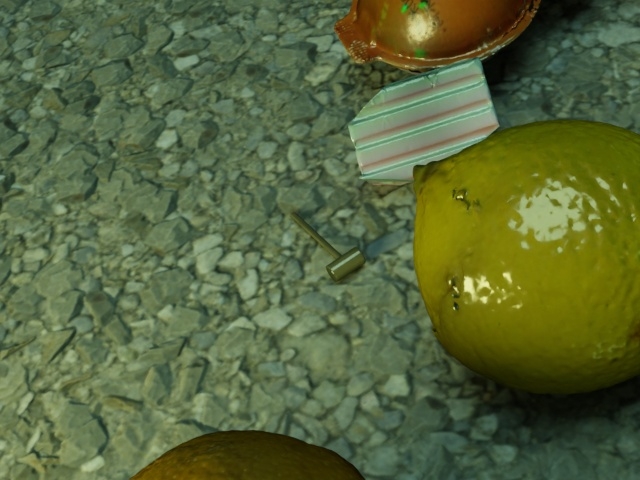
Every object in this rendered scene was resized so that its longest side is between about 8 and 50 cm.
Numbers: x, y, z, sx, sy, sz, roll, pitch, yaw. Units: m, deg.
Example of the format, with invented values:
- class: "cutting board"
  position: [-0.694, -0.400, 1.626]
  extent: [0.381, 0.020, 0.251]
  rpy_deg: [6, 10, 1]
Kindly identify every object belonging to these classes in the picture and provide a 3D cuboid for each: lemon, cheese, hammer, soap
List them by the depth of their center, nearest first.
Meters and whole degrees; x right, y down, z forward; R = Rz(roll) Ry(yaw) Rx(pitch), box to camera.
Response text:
- class: "lemon"
  position: [0.203, 0.012, 1.106]
  extent: [0.254, 0.228, 0.228]
  rpy_deg: [-1, 49, 15]
- class: "hammer"
  position: [0.000, 0.000, 1.319]
  extent: [0.035, 0.019, 0.110]
  rpy_deg: [-34, 46, -14]
- class: "soap"
  position: [0.101, -0.112, 1.332]
  extent: [0.149, 0.056, 0.100]
  rpy_deg: [-18, 89, 3]
- class: "cheese"
  position: [0.174, -0.273, 1.432]
  extent: [0.329, 0.129, 0.217]
  rpy_deg: [-25, 48, -6]

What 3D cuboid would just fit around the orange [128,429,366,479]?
- class: "orange"
  position: [-0.051, 0.270, 0.950]
  extent: [0.264, 0.264, 0.264]
  rpy_deg: [-9, 48, 10]
